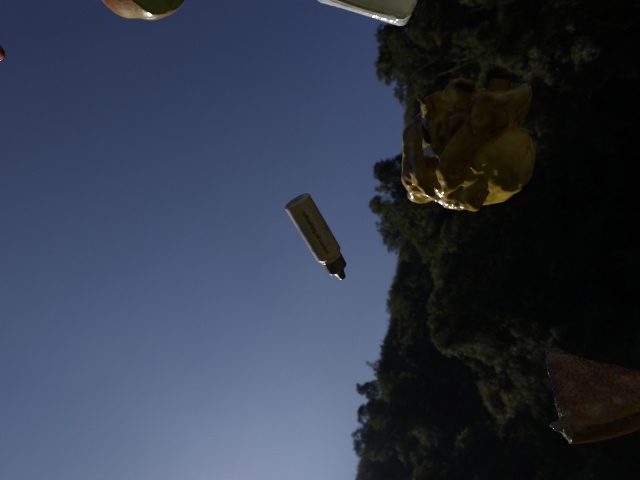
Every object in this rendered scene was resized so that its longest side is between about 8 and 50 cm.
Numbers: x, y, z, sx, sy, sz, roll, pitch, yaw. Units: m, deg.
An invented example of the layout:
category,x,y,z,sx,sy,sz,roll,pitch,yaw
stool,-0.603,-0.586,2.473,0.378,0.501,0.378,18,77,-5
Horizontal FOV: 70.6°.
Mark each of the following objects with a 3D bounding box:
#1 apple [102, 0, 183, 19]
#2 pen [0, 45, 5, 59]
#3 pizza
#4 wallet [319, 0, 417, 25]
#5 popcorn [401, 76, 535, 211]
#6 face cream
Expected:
category,x,y,z,sx,sy,sz,roll,pitch,yaw
apple,-0.355,-0.534,0.873,0.195,0.160,0.173,-49,-20,-25
pen,-0.533,-0.279,0.647,0.028,0.239,0.028,-1,-71,-4
pizza,0.407,0.223,0.686,0.185,0.195,0.052,-20,-73,-1
wallet,0.081,-0.448,0.808,0.033,0.190,0.095,78,-149,-77
popcorn,0.240,-0.142,0.730,0.192,0.189,0.253,-7,-25,-11
face cream,0.000,0.000,1.449,0.092,0.092,0.311,-42,-67,-29
